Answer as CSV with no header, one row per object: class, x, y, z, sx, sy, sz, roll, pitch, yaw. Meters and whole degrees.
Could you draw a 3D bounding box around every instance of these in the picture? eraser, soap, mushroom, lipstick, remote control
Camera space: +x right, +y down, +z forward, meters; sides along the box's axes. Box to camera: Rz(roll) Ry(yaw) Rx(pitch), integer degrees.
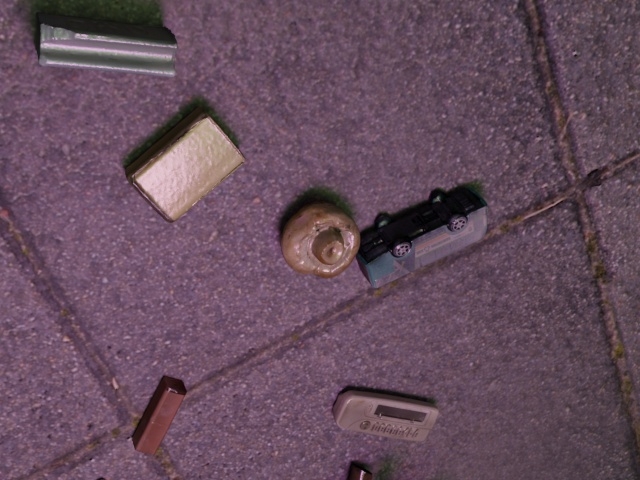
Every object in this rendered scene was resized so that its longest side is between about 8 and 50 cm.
eraser,-0.225,-0.126,1.521,0.172,0.058,0.117,-40,122,1
soap,-0.322,-0.293,1.369,0.198,0.114,0.063,0,114,-23
mushroom,0.000,0.000,1.641,0.148,0.112,0.148,-14,120,-25
lipstick,-0.303,0.329,1.719,0.045,0.045,0.145,20,105,-30
remote control,0.135,0.362,1.906,0.230,0.049,0.090,16,107,-27

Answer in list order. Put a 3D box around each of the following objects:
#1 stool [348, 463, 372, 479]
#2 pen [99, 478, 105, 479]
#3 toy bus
stool,0.141,0.610,1.924,0.272,0.272,0.178,29,85,-30
pen,-0.396,0.560,1.804,0.032,0.040,0.233,-20,116,-12
toy bus,0.190,-0.009,1.730,0.262,0.091,0.109,-23,131,-8
